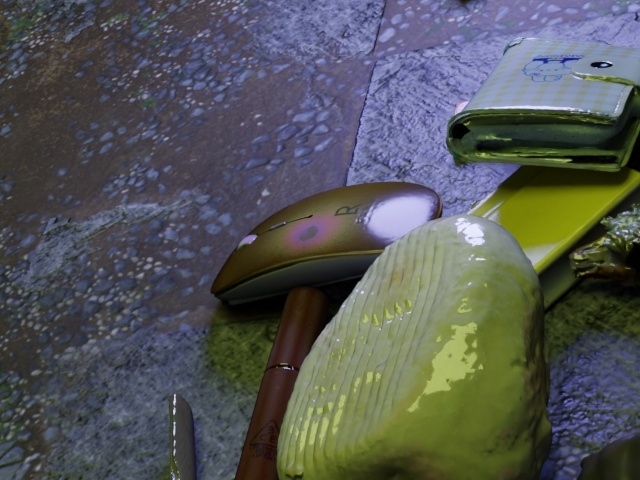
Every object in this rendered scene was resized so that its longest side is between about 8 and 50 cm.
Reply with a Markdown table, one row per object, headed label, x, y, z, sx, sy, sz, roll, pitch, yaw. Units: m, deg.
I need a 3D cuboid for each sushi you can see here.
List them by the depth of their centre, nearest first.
| label | x | y | z | sx | sy | sz | roll | pitch | yaw |
| --- | --- | --- | --- | --- | --- | --- | --- | --- | --- |
| sushi | 0.380 | 0.003 | 1.746 | 0.226 | 0.103 | 0.097 | -17 | 55 | 15 |

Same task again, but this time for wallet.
| label | x | y | z | sx | sy | sz | roll | pitch | yaw |
| --- | --- | --- | --- | --- | --- | --- | --- | --- | --- |
| wallet | 0.292 | -0.176 | 1.948 | 0.223 | 0.077 | 0.309 | 1 | 25 | 22 |

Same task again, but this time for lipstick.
| label | x | y | z | sx | sy | sz | roll | pitch | yaw |
| --- | --- | --- | --- | --- | --- | --- | --- | --- | --- |
| lipstick | -0.048 | 0.195 | 1.803 | 0.057 | 0.057 | 0.357 | -8 | 41 | 22 |

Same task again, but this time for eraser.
| label | x | y | z | sx | sy | sz | roll | pitch | yaw |
| --- | --- | --- | --- | --- | --- | --- | --- | --- | --- |
| eraser | 0.257 | -0.018 | 1.863 | 0.226 | 0.069 | 0.158 | -39 | 41 | -17 |

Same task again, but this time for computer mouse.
| label | x | y | z | sx | sy | sz | roll | pitch | yaw |
| --- | --- | --- | --- | --- | --- | --- | --- | --- | --- |
| computer mouse | 0.000 | 0.000 | 1.952 | 0.310 | 0.072 | 0.158 | -13 | 28 | 30 |

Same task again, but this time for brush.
| label | x | y | z | sx | sy | sz | roll | pitch | yaw |
| --- | --- | --- | --- | --- | --- | --- | --- | --- | --- |
| brush | -0.138 | 0.275 | 1.762 | 0.048 | 0.054 | 0.282 | -22 | 38 | 9 |

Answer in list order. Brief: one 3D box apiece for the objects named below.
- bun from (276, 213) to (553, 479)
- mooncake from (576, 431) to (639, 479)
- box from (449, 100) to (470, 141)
| label | x | y | z | sx | sy | sz | roll | pitch | yaw |
| --- | --- | --- | --- | --- | --- | --- | --- | --- | --- |
| bun | 0.116 | 0.157 | 1.628 | 0.361 | 0.213 | 0.361 | -44 | 23 | 24 |
| mooncake | 0.332 | 0.251 | 1.387 | 0.228 | 0.228 | 0.124 | -8 | 49 | 22 |
| box | 0.233 | -0.153 | 2.073 | 0.133 | 0.023 | 0.090 | -8 | 43 | 23 |
